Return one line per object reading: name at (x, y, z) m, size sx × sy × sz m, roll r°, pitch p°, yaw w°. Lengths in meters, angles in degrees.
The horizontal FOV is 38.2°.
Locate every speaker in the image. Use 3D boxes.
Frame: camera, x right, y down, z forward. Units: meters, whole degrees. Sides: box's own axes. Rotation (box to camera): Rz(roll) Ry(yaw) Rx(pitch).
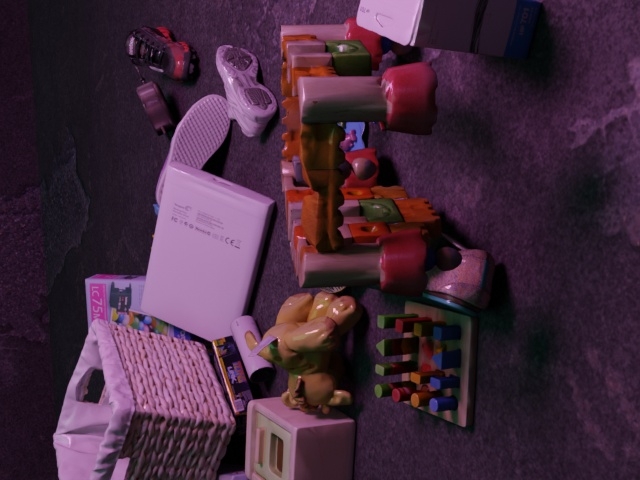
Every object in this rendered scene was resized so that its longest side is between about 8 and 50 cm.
speaker at (-0.139, 0.222, 1.889) m, size 0.136 × 0.055 × 0.055 m, roll 64°, pitch 142°, yaw 36°

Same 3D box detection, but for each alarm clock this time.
alarm clock at (-0.409, -0.344, 2.275) m, size 0.192 × 0.064 × 0.129 m, roll 62°, pitch 177°, yaw -2°

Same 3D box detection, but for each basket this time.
basket at (-0.368, 0.391, 1.898) m, size 0.328 × 0.266 × 0.331 m, roll -68°, pitch 28°, yaw 19°

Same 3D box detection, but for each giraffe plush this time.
giraffe plush at (-0.013, 0.206, 1.585) m, size 0.181 × 0.210 × 0.170 m, roll 11°, pitch 130°, yaw 56°

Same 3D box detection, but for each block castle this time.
block castle at (0.061, -0.130, 1.278) m, size 0.453 × 0.213 × 0.303 m, roll -106°, pitch 15°, yaw -67°

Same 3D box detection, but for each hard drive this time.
hard drive at (-0.241, 0.035, 1.935) m, size 0.233 × 0.047 × 0.353 m, roll 22°, pitch 117°, yaw 12°

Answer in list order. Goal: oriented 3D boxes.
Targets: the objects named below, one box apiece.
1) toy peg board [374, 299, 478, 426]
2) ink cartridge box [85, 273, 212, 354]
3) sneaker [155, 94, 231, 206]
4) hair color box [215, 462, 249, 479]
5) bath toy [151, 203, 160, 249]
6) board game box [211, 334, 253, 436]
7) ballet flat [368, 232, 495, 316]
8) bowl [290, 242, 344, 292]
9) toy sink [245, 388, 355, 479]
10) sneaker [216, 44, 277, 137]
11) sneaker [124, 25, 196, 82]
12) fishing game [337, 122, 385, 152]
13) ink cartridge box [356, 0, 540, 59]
toy peg board at (0.148, 0.181, 1.364) m, size 0.160 × 0.079 × 0.161 m, roll 11°, pitch 101°, yaw 60°
ink cartridge box at (-0.380, 0.176, 2.096) m, size 0.065 × 0.311 × 0.186 m, roll -31°, pitch -59°, yaw -73°
sneaker at (-0.297, -0.205, 2.075) m, size 0.282 × 0.102 × 0.161 m, roll -60°, pitch 16°, yaw 6°
hair color box at (-0.206, 0.575, 1.958) m, size 0.374 × 0.113 × 0.185 m, roll -20°, pitch 74°, yaw 60°
bath toy at (-0.338, 0.089, 2.159) m, size 0.151 × 0.129 × 0.348 m, roll 25°, pitch 113°, yaw 57°
board game box at (-0.180, 0.304, 1.921) m, size 0.141 × 0.048 × 0.170 m, roll 98°, pitch 153°, yaw -61°
ballet flat at (0.145, 0.036, 1.367) m, size 0.316 × 0.107 × 0.106 m, roll 12°, pitch 82°, yaw 54°
bowl at (0.000, 0.000, 1.579) m, size 0.170 × 0.080 × 0.170 m, roll -30°, pitch 54°, yaw 50°
toy sink at (-0.054, 0.368, 1.669) m, size 0.234 × 0.131 × 0.153 m, roll 18°, pitch 106°, yaw 59°
sneaker at (-0.169, -0.302, 1.894) m, size 0.115 × 0.090 × 0.232 m, roll -63°, pitch 39°, yaw 44°
sneaker at (-0.395, -0.451, 2.233) m, size 0.276 × 0.135 × 0.097 m, roll 43°, pitch 125°, yaw 50°
fishing game at (0.020, -0.192, 1.616) m, size 0.264 × 0.041 × 0.189 m, roll -42°, pitch 58°, yaw 53°
ink cartridge box at (0.165, -0.296, 1.204) m, size 0.139 × 0.190 × 0.082 m, roll 40°, pitch 123°, yaw 51°
